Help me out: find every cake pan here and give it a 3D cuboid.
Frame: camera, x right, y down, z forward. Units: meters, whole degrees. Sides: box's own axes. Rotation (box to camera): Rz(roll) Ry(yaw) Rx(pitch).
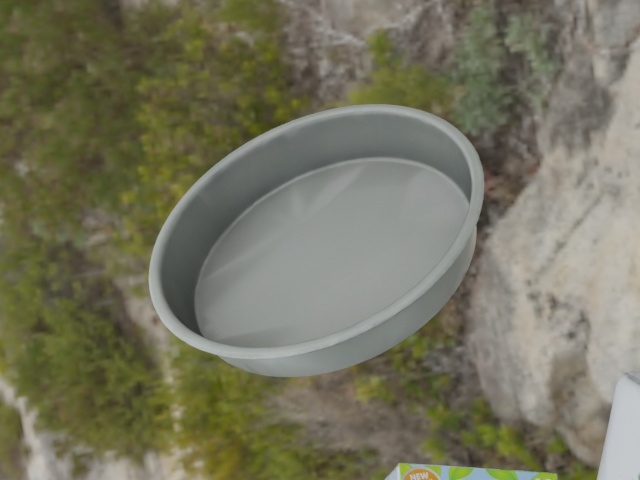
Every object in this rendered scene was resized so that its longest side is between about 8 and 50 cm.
[{"bbox_3d":[0.000,0.000,1.062,0.293,0.293,0.054,49,168,50],"label":"cake pan"}]

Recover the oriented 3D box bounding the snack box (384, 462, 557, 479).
[{"bbox_3d":[0.089,0.204,0.733,0.037,0.100,0.141,117,157,-61],"label":"snack box"}]

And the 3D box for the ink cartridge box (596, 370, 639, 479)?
[{"bbox_3d":[0.147,0.164,0.222,0.371,0.069,0.176,-138,55,-71],"label":"ink cartridge box"}]
